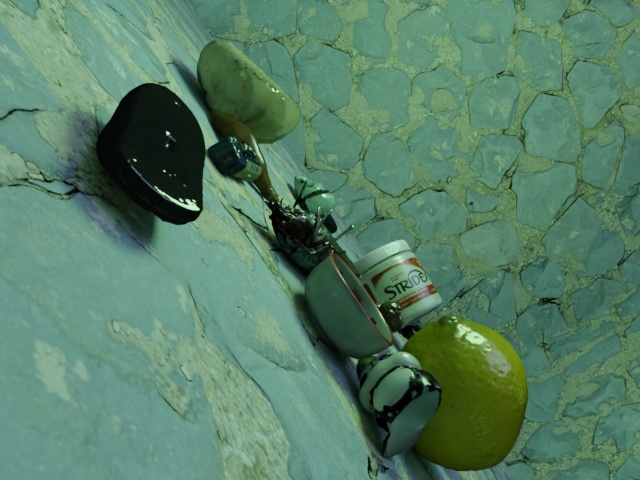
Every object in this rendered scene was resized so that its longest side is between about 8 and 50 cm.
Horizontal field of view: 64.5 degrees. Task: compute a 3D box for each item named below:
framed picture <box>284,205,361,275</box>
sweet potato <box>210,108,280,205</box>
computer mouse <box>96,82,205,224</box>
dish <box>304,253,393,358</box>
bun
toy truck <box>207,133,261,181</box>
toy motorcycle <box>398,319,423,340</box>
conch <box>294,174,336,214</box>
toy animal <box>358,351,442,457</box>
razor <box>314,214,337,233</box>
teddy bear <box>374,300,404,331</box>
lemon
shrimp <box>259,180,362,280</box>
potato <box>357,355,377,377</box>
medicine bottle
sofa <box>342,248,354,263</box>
[{"bbox_3d":[0.000,0.000,1.516,0.213,0.016,0.289,52,-10,-25],"label":"framed picture"},{"bbox_3d":[-0.200,-0.239,1.402,0.346,0.079,0.108,58,-10,2],"label":"sweet potato"},{"bbox_3d":[-0.229,-0.114,0.686,0.137,0.086,0.269,39,24,-35],"label":"computer mouse"},{"bbox_3d":[0.048,0.155,1.113,0.256,0.117,0.256,53,7,-10],"label":"dish"},{"bbox_3d":[-0.238,-0.442,1.586,0.360,0.211,0.359,42,11,-10],"label":"bun"},{"bbox_3d":[-0.205,-0.193,1.250,0.088,0.074,0.202,65,8,5],"label":"toy truck"},{"bbox_3d":[0.275,0.236,1.930,0.416,0.172,0.232,45,17,-31],"label":"toy motorcycle"},{"bbox_3d":[-0.033,-0.184,2.032,0.185,0.121,0.221,45,5,-36],"label":"conch"},{"bbox_3d":[0.142,0.305,1.003,0.138,0.166,0.179,53,-3,-27],"label":"toy animal"},{"bbox_3d":[0.024,-0.097,2.258,0.148,0.054,0.090,48,14,-39],"label":"razor"},{"bbox_3d":[0.131,0.217,1.342,0.190,0.177,0.140,31,70,-70],"label":"teddy bear"},{"bbox_3d":[0.317,0.352,1.169,0.336,0.336,0.336,54,8,-11],"label":"lemon"},{"bbox_3d":[-0.012,0.014,1.267,0.221,0.166,0.410,17,-38,42],"label":"shrimp"},{"bbox_3d":[0.135,0.326,1.174,0.119,0.054,0.198,59,8,5],"label":"potato"},{"bbox_3d":[0.224,0.161,1.623,0.240,0.252,0.252,60,9,16],"label":"medicine bottle"},{"bbox_3d":[0.091,0.093,1.844,0.147,0.060,0.085,51,9,-32],"label":"sofa"}]
